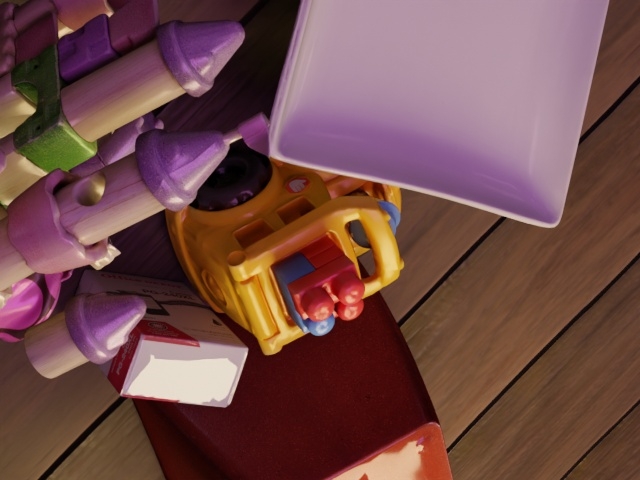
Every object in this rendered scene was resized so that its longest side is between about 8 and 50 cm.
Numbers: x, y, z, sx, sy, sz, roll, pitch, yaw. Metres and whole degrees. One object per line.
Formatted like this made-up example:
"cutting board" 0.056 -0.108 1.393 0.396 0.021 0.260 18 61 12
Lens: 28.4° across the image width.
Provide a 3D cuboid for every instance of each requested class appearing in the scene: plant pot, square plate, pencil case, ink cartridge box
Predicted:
"plant pot" -0.002 0.216 1.250 0.267 0.236 0.267 -27 127 -16
"square plate" 0.120 -0.209 1.151 0.347 0.049 0.344 12 90 -35
"pencil case" -0.309 0.000 1.044 0.098 0.095 0.209 -26 138 30
"ink cartridge box" -0.150 0.086 1.146 0.109 0.150 0.063 10 106 -34

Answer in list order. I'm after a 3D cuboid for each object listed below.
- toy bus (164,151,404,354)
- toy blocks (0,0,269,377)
"toy bus" 0.000 0.000 1.147 0.220 0.211 0.149 -30 125 -15
"toy blocks" -0.156 -0.094 0.894 0.260 0.288 0.309 -26 139 16
